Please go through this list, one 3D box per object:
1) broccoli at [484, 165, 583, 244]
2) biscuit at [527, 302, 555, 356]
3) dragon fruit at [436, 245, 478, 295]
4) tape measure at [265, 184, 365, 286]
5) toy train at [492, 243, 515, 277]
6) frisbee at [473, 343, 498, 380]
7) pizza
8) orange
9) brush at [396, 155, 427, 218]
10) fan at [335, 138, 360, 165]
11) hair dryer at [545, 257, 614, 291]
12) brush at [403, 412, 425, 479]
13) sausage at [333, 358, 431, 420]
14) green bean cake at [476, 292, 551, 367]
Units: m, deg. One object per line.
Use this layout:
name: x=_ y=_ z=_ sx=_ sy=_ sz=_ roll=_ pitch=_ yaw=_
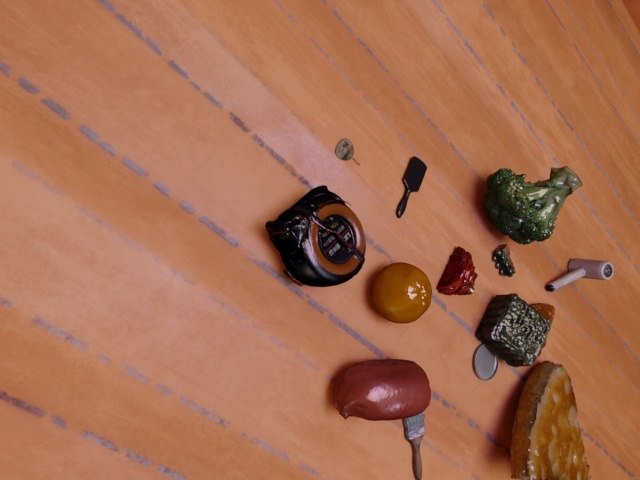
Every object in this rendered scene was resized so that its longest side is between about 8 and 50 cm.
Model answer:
broccoli: x=0.635 y=-0.119 z=1.224 sx=0.270 sy=0.270 sz=0.269 roll=28 pitch=43 yaw=-30
biscuit: x=0.686 y=0.287 z=1.337 sx=0.280 sy=0.043 sz=0.183 roll=-31 pitch=96 yaw=-31
dragon fruit: x=0.424 y=0.105 z=1.186 sx=0.106 sy=0.083 sz=0.162 roll=42 pitch=64 yaw=-23
tape measure: x=0.000 y=0.000 z=0.920 sx=0.202 sy=0.135 sz=0.222 roll=-46 pitch=110 yaw=-36
toy train: x=0.598 y=0.068 z=1.312 sx=0.064 sy=0.044 sz=0.103 roll=-40 pitch=105 yaw=-38
frisbee: x=0.506 y=0.372 z=1.242 sx=0.110 sy=0.014 sz=0.110 roll=4 pitch=83 yaw=-29
pizza: x=0.724 y=0.645 z=1.280 sx=0.440 sy=0.130 sz=0.406 roll=-44 pitch=107 yaw=-37
orange: x=0.210 y=0.133 z=1.023 sx=0.159 sy=0.136 sz=0.158 roll=4 pitch=82 yaw=-33
brush: x=0.251 y=-0.148 z=1.144 sx=0.063 sy=0.016 sz=0.193 roll=33 pitch=69 yaw=-23
fan: x=0.074 y=-0.234 z=1.057 sx=0.080 sy=0.003 sz=0.060 roll=12 pitch=80 yaw=-28
hair dryer: x=0.906 y=0.128 z=1.449 sx=0.237 sy=0.131 sz=0.073 roll=-18 pitch=97 yaw=-17
brush: x=0.254 y=0.543 z=1.076 sx=0.070 sy=0.021 sz=0.196 roll=-2 pitch=88 yaw=-31
sausage: x=0.157 y=0.355 z=0.967 sx=0.255 sy=0.148 sz=0.148 roll=10 pitch=80 yaw=-28
green bean cake: x=0.591 y=0.270 z=1.229 sx=0.181 sy=0.094 sz=0.173 roll=40 pitch=69 yaw=-4
